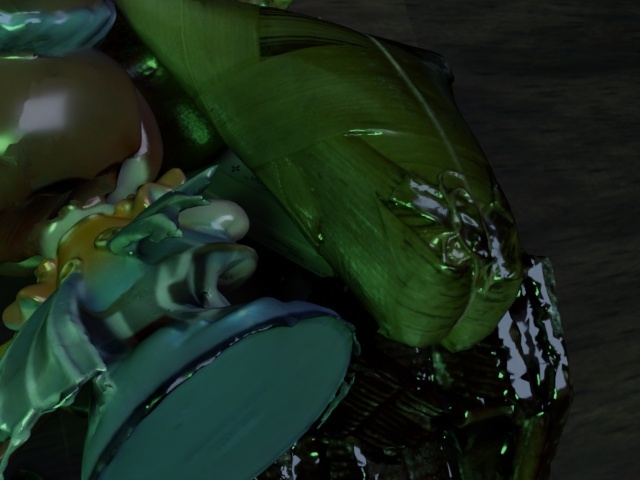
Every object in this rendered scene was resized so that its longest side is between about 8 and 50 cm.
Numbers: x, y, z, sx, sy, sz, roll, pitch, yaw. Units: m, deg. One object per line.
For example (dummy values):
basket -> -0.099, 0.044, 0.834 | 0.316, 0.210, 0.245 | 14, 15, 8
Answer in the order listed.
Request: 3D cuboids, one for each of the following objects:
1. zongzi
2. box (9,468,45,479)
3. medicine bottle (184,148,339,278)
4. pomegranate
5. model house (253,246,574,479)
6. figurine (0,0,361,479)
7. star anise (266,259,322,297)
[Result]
zongzi -> -0.019, -0.066, 0.575 | 0.300, 0.145, 0.274 | 18, 33, -22
box -> -0.234, 0.312, 0.589 | 0.180, 0.103, 0.250 | 39, 61, -9
medicine bottle -> -0.009, -0.055, 0.803 | 0.201, 0.052, 0.171 | 29, 54, 30
pomegranate -> -0.119, -0.154, 0.744 | 0.246, 0.198, 0.198 | 2, 67, 9
model house -> 0.031, 0.180, 0.668 | 0.282, 0.317, 0.297 | 4, 55, -33
figurine -> -0.180, -0.018, 0.540 | 0.277, 0.248, 0.388 | -38, 61, -5
star anise -> 0.000, 0.000, 0.838 | 0.097, 0.070, 0.190 | 45, 57, -11
